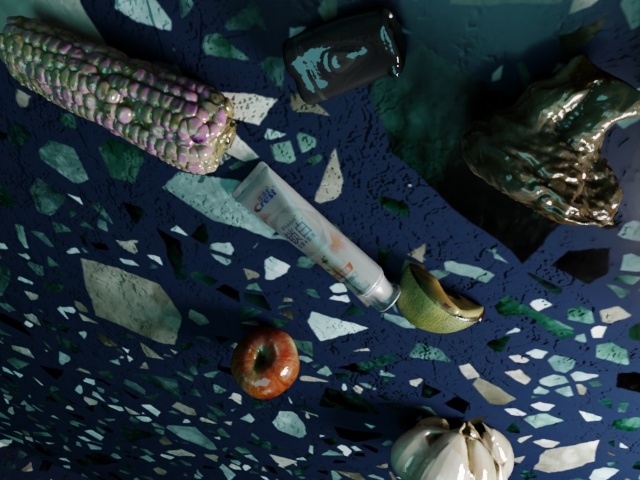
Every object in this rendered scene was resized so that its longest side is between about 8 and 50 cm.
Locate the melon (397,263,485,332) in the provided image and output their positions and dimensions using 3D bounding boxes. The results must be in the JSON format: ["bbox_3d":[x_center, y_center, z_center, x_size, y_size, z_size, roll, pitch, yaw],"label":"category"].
[{"bbox_3d":[0.197,0.125,0.900,0.160,0.079,0.128,28,132,-10],"label":"melon"}]

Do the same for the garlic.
[{"bbox_3d":[0.299,0.495,1.144,0.281,0.184,0.203,17,115,4],"label":"garlic"}]

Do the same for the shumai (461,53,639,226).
[{"bbox_3d":[0.291,-0.120,0.617,0.206,0.166,0.175,24,109,-21],"label":"shumai"}]

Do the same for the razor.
[{"bbox_3d":[0.030,-0.230,0.640,0.148,0.054,0.090,-12,127,26],"label":"razor"}]

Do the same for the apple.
[{"bbox_3d":[-0.115,0.258,1.081,0.147,0.146,0.131,7,156,11],"label":"apple"}]

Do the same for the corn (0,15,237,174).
[{"bbox_3d":[-0.279,-0.203,0.718,0.336,0.126,0.126,23,134,-3],"label":"corn"}]

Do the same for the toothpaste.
[{"bbox_3d":[0.000,0.000,0.864,0.323,0.066,0.100,40,131,-12],"label":"toothpaste"}]
